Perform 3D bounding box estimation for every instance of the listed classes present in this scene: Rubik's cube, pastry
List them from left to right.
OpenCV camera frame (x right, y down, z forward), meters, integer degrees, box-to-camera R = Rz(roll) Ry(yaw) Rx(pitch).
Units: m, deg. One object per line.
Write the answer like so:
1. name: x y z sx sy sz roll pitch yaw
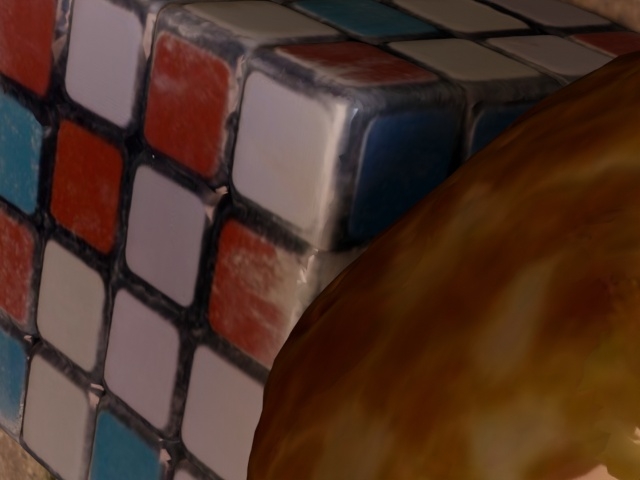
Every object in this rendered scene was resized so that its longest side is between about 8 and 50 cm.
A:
1. Rubik's cube: 0.000 -0.001 0.803 0.253 0.259 0.256 32 120 42
2. pastry: 0.143 0.102 0.541 0.388 0.313 0.388 -43 29 31
